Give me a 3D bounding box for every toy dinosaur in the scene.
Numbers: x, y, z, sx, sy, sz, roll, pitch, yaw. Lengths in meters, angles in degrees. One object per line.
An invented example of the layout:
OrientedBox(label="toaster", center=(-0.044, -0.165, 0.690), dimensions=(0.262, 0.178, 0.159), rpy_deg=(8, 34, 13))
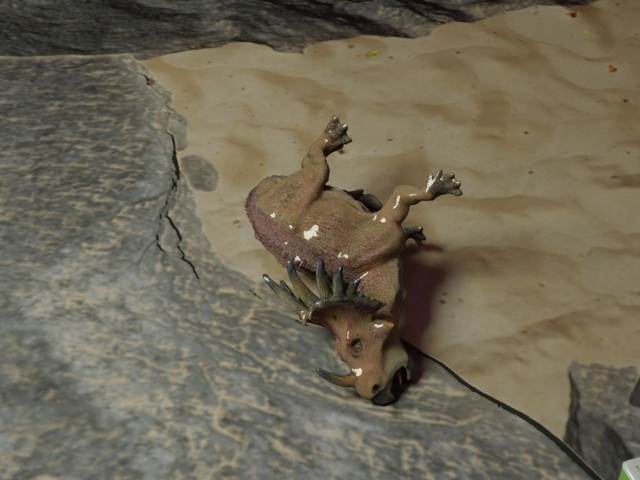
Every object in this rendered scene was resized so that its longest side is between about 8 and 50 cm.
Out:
OrientedBox(label="toy dinosaur", center=(0.000, 0.000, 1.093), dimensions=(0.200, 0.127, 0.296), rpy_deg=(-37, 49, -25))

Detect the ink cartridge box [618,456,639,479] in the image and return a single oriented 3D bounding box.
OrientedBox(label="ink cartridge box", center=(0.257, 0.259, 0.841), dimensions=(0.255, 0.097, 0.189), rpy_deg=(-12, 45, -15))
